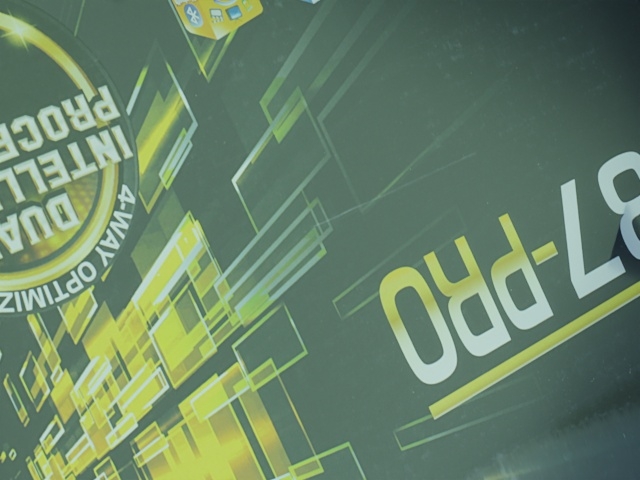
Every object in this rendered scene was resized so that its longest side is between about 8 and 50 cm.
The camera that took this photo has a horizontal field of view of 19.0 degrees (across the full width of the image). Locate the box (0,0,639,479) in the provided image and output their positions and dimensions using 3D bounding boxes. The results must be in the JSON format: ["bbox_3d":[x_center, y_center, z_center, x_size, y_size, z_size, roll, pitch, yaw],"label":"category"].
[{"bbox_3d":[0.001,0.025,0.671,0.395,0.097,0.318,-24,92,-40],"label":"box"}]
